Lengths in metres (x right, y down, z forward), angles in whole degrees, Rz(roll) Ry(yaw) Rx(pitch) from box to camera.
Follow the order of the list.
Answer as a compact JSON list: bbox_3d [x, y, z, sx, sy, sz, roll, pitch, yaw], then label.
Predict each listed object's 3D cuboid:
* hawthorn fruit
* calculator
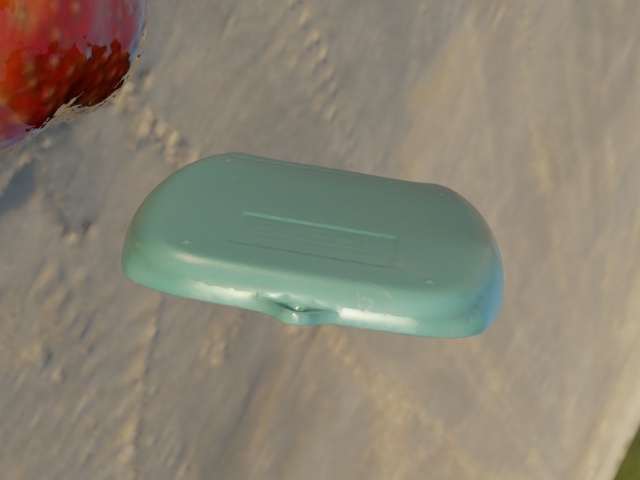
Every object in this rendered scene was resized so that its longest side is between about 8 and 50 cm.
[{"bbox_3d":[-0.247,-0.212,0.914,0.287,0.287,0.330,-37,128,-61],"label":"hawthorn fruit"},{"bbox_3d":[0.000,0.000,1.012,0.386,0.256,0.054,-73,172,-75],"label":"calculator"}]
